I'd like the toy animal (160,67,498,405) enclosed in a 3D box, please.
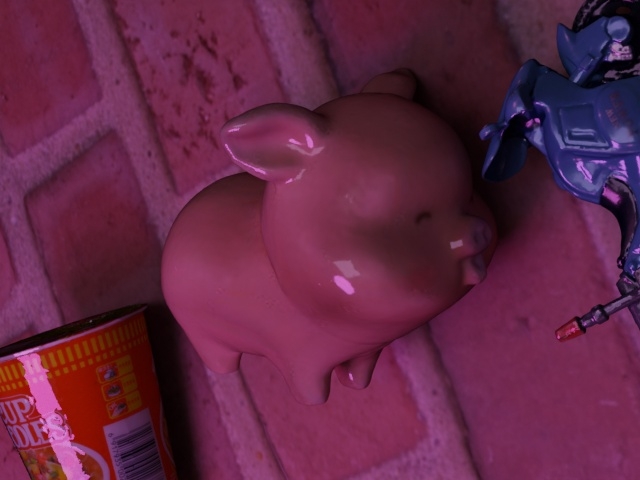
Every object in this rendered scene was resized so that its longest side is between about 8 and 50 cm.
[{"bbox_3d":[0.000,0.000,1.069,0.326,0.237,0.269,6,109,38],"label":"toy animal"}]

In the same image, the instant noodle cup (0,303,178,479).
[{"bbox_3d":[-0.230,0.190,1.272,0.193,0.193,0.212,-15,94,36],"label":"instant noodle cup"}]

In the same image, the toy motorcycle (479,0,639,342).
[{"bbox_3d":[0.225,-0.046,0.944,0.182,0.123,0.272,-30,76,23],"label":"toy motorcycle"}]
